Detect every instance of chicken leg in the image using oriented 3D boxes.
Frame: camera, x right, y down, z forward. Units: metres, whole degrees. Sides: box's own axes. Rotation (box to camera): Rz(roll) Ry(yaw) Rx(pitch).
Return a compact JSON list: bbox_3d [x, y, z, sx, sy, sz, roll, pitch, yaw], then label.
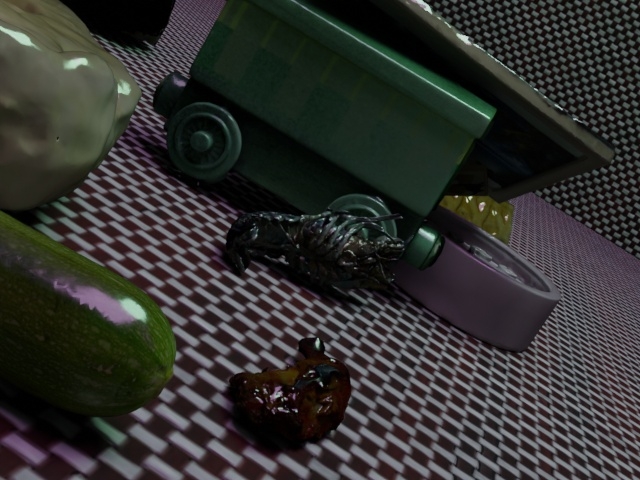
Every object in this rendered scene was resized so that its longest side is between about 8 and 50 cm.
[{"bbox_3d":[-0.011,0.084,0.564,0.062,0.037,0.145,22,12,19],"label":"chicken leg"}]

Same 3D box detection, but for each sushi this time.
[{"bbox_3d":[-0.271,-0.386,1.288,0.200,0.204,0.213,25,9,-8],"label":"sushi"}]

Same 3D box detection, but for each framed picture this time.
[{"bbox_3d":[0.072,-0.062,1.008,0.200,0.010,0.136,1,-6,10],"label":"framed picture"},{"bbox_3d":[0.107,-0.150,0.951,0.315,0.024,0.232,36,-15,-8],"label":"framed picture"}]

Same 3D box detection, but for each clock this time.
[{"bbox_3d":[0.149,0.031,1.012,0.196,0.068,0.197,30,14,-8],"label":"clock"}]

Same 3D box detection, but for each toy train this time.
[{"bbox_3d":[0.003,-0.101,0.884,0.300,0.202,0.120,32,9,4],"label":"toy train"}]

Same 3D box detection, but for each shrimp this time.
[{"bbox_3d":[-0.003,-0.003,0.782,0.174,0.082,0.076,12,28,-37],"label":"shrimp"}]

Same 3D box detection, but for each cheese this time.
[{"bbox_3d":[-0.262,-0.138,0.617,0.318,0.115,0.326,31,14,0],"label":"cheese"}]

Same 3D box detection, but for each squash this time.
[{"bbox_3d":[-0.165,0.005,0.426,0.228,0.066,0.066,32,14,3],"label":"squash"}]

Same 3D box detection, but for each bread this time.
[{"bbox_3d":[0.139,-0.059,1.266,0.269,0.098,0.087,23,-26,-32],"label":"bread"}]
